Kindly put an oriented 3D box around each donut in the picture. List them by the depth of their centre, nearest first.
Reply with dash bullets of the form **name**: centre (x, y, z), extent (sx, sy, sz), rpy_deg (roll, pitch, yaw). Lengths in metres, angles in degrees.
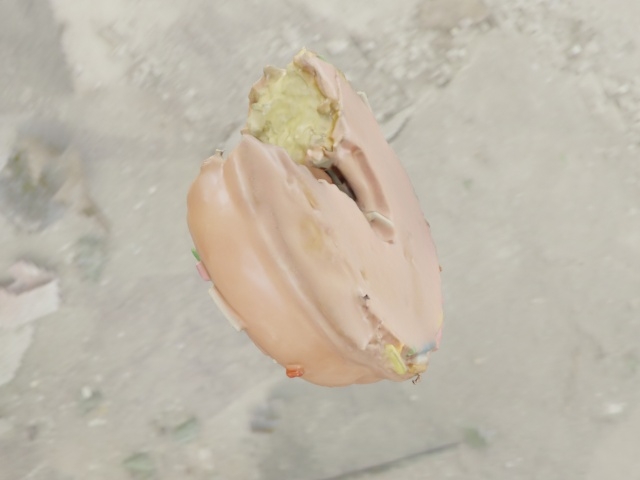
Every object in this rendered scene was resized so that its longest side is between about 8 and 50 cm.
- **donut**: centre (0.000, 0.000, 1.077), extent (0.085, 0.233, 0.199), rpy_deg (-26, 105, 21)
